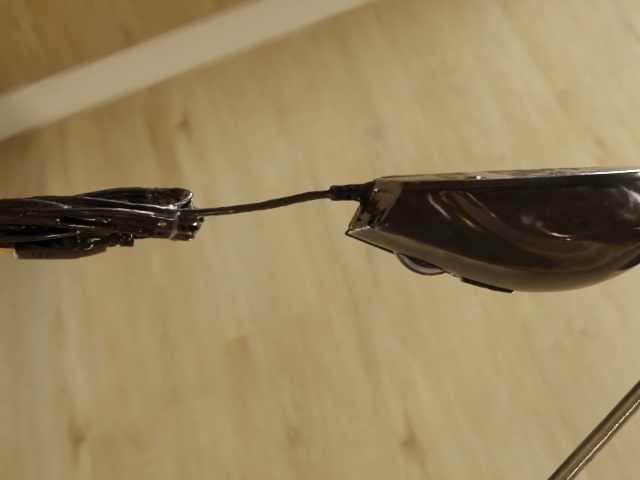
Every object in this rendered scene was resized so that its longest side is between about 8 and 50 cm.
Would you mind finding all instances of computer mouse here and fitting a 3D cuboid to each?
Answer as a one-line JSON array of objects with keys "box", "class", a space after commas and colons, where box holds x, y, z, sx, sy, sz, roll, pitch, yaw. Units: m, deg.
[{"box": [0.000, 0.000, 0.543, 0.242, 0.041, 0.071, -2, -175, -2], "class": "computer mouse"}]

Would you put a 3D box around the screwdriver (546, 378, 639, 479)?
[{"box": [0.081, 0.021, 0.346, 0.170, 0.025, 0.024, -52, -153, 2], "class": "screwdriver"}]
